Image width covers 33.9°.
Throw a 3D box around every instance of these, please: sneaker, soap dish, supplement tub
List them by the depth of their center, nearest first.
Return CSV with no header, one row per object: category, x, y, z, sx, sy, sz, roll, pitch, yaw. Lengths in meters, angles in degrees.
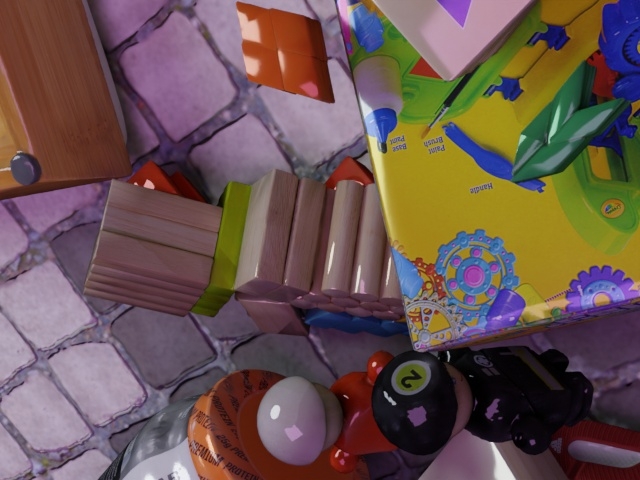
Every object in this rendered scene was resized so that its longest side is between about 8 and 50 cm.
sneaker,0.266,0.212,0.780,0.221,0.087,0.128,17,133,13
soap dish,-0.314,-0.129,0.825,0.290,0.118,0.229,-8,107,22
supplement tub,-0.111,0.259,0.860,0.193,0.193,0.316,41,119,1

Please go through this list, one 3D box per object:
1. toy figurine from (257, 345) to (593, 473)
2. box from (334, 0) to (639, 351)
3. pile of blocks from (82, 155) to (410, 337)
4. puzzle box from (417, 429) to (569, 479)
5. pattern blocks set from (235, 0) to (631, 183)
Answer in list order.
toy figurine,0.065,0.171,0.664,0.213,0.148,0.210,-18,75,52
box,0.179,-0.107,0.566,0.290,0.177,0.279,-16,81,25
pile of blocks,0.000,0.000,0.782,0.362,0.149,0.113,6,69,9
puzzle box,0.097,0.355,0.789,0.409,0.052,0.272,-59,46,36
pattern blocks set,0.059,-0.187,0.514,0.285,0.026,0.325,-37,73,22
